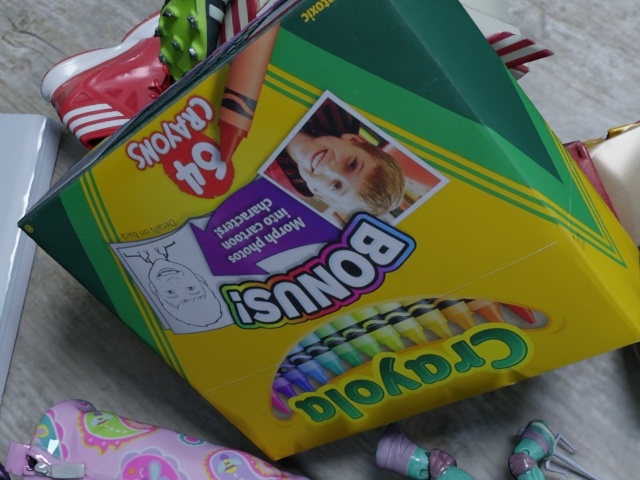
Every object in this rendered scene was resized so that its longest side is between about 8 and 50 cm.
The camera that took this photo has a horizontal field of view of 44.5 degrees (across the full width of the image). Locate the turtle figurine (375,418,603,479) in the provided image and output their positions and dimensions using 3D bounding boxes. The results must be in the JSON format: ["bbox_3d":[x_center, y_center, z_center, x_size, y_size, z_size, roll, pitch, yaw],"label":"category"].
[{"bbox_3d":[0.159,0.234,0.659,0.234,0.118,0.175,9,78,23],"label":"turtle figurine"}]

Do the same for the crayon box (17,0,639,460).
[{"bbox_3d":[0.000,0.000,0.601,0.363,0.313,0.106,-28,23,35],"label":"crayon box"}]

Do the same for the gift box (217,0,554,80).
[{"bbox_3d":[0.037,-0.204,0.714,0.255,0.276,0.258,-33,57,52],"label":"gift box"}]

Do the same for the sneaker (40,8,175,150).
[{"bbox_3d":[-0.176,-0.166,0.856,0.221,0.087,0.128,-32,75,-12],"label":"sneaker"}]

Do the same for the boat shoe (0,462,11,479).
[{"bbox_3d":[-0.321,0.322,0.751,0.340,0.127,0.158,24,90,21],"label":"boat shoe"}]

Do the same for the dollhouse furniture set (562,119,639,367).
[{"bbox_3d":[0.355,0.050,0.657,0.201,0.152,0.374,-23,88,8],"label":"dollhouse furniture set"}]

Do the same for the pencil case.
[{"bbox_3d":[-0.148,0.238,0.733,0.284,0.124,0.124,15,79,17],"label":"pencil case"}]

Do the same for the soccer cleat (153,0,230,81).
[{"bbox_3d":[-0.088,-0.200,0.618,0.060,0.179,0.072,38,49,18],"label":"soccer cleat"}]

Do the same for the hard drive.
[{"bbox_3d":[-0.445,0.021,0.913,0.233,0.047,0.353,4,76,16],"label":"hard drive"}]
